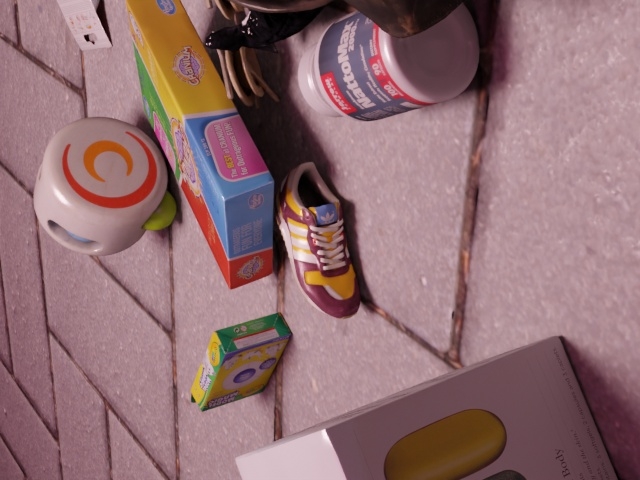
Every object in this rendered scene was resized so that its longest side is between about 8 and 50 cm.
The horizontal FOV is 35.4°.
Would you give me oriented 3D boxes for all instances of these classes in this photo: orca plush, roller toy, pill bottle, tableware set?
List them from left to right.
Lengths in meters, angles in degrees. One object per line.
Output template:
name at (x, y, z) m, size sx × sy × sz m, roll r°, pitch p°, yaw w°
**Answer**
roller toy at (-0.345, -0.083, 1.563) m, size 0.209 × 0.191 × 0.146 m, roll 65°, pitch 148°, yaw 16°
tableware set at (-0.095, -0.259, 1.203) m, size 0.128 × 0.039 × 0.194 m, roll -7°, pitch -96°, yaw -78°
orca plush at (-0.046, -0.268, 1.011) m, size 0.151 × 0.102 × 0.287 m, roll 36°, pitch 139°, yaw -17°
pill bottle at (0.057, -0.171, 0.963) m, size 0.180 × 0.108 × 0.108 m, roll -7°, pitch 97°, yaw 59°

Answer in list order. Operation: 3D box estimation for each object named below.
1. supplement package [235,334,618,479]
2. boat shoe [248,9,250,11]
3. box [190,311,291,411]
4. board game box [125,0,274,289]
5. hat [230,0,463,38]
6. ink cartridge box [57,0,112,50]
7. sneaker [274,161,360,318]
supplement package at (0.102, 0.234, 0.912) m, size 0.198 × 0.262 × 0.199 m, roll -35°, pitch 73°, yaw 58°
boat shoe at (-0.046, -0.329, 1.091) m, size 0.084 × 0.079 × 0.233 m, roll 62°, pitch 148°, yaw 18°
box at (-0.115, 0.176, 1.389) m, size 0.043 × 0.105 × 0.179 m, roll 60°, pitch 146°, yaw 25°
board game box at (-0.151, -0.127, 1.283) m, size 0.242 × 0.064 × 0.317 m, roll 96°, pitch 149°, yaw -62°
hat at (0.063, -0.253, 0.808) m, size 0.331 × 0.331 × 0.134 m, roll 28°, pitch 159°, yaw 51°
ink cartridge box at (-0.396, -0.409, 1.671) m, size 0.145 × 0.045 × 0.179 m, roll 11°, pitch 130°, yaw 56°
sneaker at (0.000, 0.000, 1.163) m, size 0.186 × 0.069 × 0.084 m, roll 64°, pitch 153°, yaw 16°
